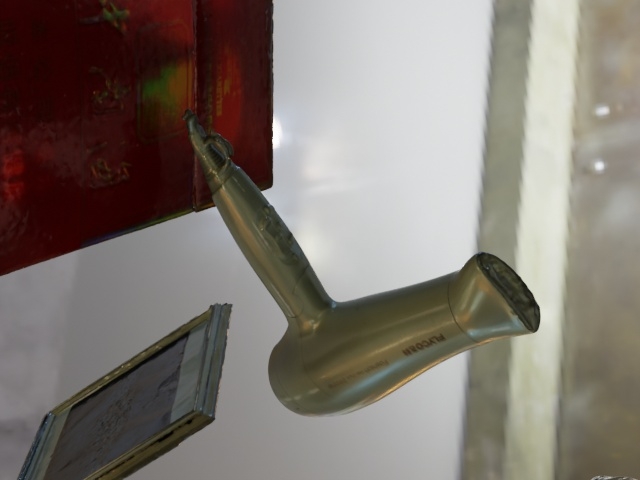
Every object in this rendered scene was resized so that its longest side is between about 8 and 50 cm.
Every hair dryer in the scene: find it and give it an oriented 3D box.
[{"bbox_3d":[0.000,0.000,1.009,0.237,0.206,0.075,50,-135,-11],"label":"hair dryer"}]

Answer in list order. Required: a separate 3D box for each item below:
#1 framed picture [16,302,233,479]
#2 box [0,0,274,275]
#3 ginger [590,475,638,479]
[{"bbox_3d":[-0.183,0.159,1.406,0.018,0.231,0.293,55,-172,-14],"label":"framed picture"},{"bbox_3d":[-0.153,-0.102,1.001,0.313,0.089,0.198,-22,-63,-52],"label":"box"},{"bbox_3d":[0.357,0.285,1.500,0.130,0.275,0.221,-17,-70,-31],"label":"ginger"}]
